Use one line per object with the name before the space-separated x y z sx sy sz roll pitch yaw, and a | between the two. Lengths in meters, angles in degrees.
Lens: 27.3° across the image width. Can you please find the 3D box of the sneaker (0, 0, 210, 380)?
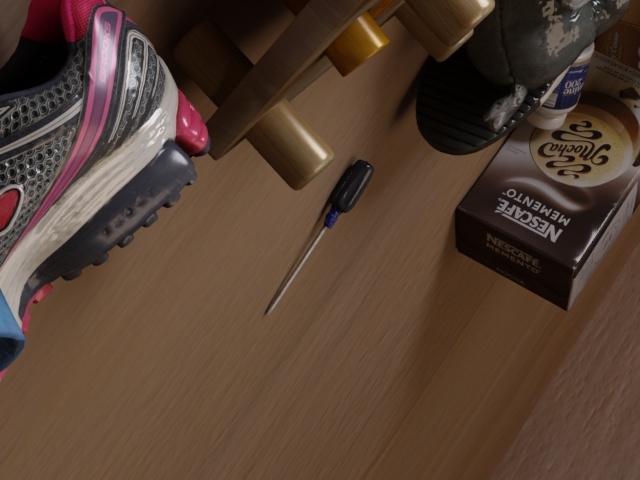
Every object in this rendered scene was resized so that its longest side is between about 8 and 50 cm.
sneaker | -0.192 -0.003 0.651 0.299 0.121 0.112 -50 129 -25

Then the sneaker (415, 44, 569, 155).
sneaker | 0.213 -0.197 1.316 0.330 0.122 0.146 -54 158 -16

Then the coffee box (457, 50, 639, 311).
coffee box | 0.319 -0.083 1.667 0.297 0.168 0.119 -53 159 -21

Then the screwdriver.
screwdriver | 0.000 0.000 1.219 0.170 0.025 0.024 -61 160 0

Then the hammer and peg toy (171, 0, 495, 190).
hammer and peg toy | 0.083 -0.207 0.859 0.361 0.127 0.266 -44 -178 -37

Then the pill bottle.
pill bottle | 0.280 -0.192 1.567 0.067 0.067 0.120 -44 155 -37

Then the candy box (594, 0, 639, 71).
candy box | 0.473 -0.277 1.747 0.087 0.183 0.316 -39 151 -44

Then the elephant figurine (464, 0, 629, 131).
elephant figurine | 0.163 -0.254 1.118 0.169 0.186 0.239 -26 146 3

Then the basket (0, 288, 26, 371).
basket | -0.260 0.092 0.408 0.289 0.201 0.255 -31 164 11
